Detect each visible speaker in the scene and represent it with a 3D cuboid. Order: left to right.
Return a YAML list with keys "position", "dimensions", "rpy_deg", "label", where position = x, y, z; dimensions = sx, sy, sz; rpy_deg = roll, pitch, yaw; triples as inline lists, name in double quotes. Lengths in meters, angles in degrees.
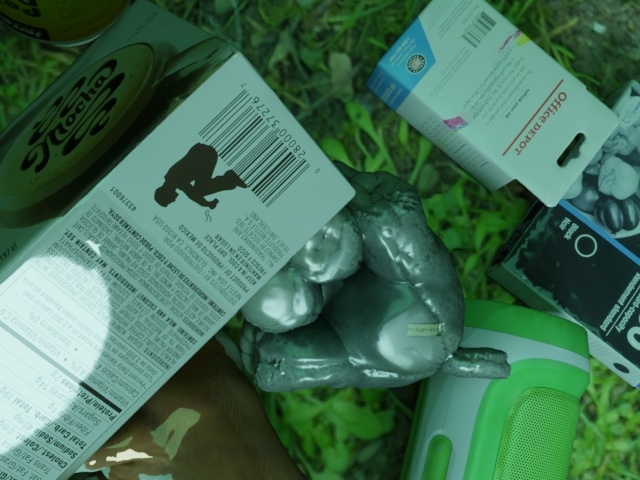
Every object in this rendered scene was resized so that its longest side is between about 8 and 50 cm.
- position: [0.114, 0.199, 0.659]
  dimensions: [0.131, 0.131, 0.296]
  rpy_deg: [15, 80, -6]
  label: "speaker"

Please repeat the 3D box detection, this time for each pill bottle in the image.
- position: [-0.190, -0.212, 0.627]
  dimensions: [0.117, 0.215, 0.117]
  rpy_deg: [1, 81, -9]
  label: "pill bottle"

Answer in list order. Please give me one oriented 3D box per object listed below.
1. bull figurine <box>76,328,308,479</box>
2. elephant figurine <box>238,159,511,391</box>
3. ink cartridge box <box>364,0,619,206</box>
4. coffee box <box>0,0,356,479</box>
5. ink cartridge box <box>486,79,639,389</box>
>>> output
- position: [-0.089, 0.165, 0.606]
  dimensions: [0.188, 0.101, 0.310]
  rpy_deg: [-31, 73, -32]
  label: "bull figurine"
- position: [0.000, 0.000, 0.655]
  dimensions: [0.169, 0.239, 0.186]
  rpy_deg: [-19, 112, -8]
  label: "elephant figurine"
- position: [0.141, -0.115, 0.742]
  dimensions: [0.181, 0.061, 0.104]
  rpy_deg: [40, 78, -1]
  label: "ink cartridge box"
- position: [-0.149, 0.014, 0.520]
  dimensions: [0.297, 0.168, 0.119]
  rpy_deg: [-45, 125, -3]
  label: "coffee box"
- position: [0.281, 0.007, 0.755]
  dimensions: [0.208, 0.045, 0.206]
  rpy_deg: [38, 78, -3]
  label: "ink cartridge box"
